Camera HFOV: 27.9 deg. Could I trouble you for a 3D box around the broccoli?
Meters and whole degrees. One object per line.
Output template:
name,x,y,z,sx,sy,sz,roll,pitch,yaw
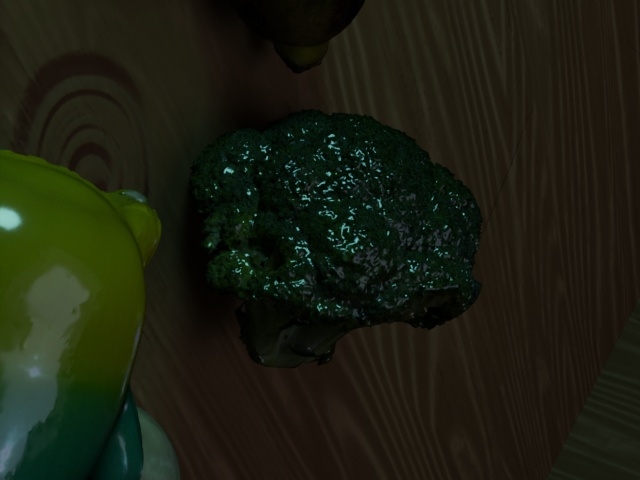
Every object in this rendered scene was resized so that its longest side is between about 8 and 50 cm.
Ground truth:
broccoli,0.000,0.000,1.293,0.321,0.304,0.283,3,130,-37

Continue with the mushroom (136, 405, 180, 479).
mushroom,-0.215,0.260,1.112,0.246,0.202,0.246,-28,131,-38

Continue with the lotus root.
lotus root,-0.021,-0.285,1.188,0.169,0.141,0.314,-47,144,-30

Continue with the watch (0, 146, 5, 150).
watch,-0.265,-0.177,0.899,0.165,0.102,0.268,-66,159,-13

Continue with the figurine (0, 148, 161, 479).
figurine,-0.251,0.096,0.912,0.324,0.231,0.340,19,94,-33
